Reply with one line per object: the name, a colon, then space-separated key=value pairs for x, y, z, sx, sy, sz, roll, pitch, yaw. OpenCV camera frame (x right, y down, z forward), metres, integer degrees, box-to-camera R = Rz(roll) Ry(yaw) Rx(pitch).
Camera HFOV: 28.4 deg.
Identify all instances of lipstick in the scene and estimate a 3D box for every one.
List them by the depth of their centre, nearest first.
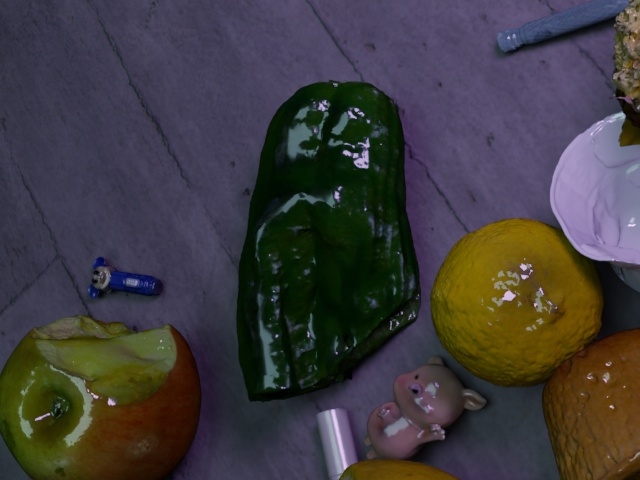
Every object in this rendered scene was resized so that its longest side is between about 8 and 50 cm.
lipstick: x=0.026 y=0.260 z=1.452 sx=0.038 sy=0.038 sz=0.131 roll=-22 pitch=69 yaw=27

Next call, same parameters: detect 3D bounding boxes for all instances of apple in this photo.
apple: x=-0.273 y=0.194 z=1.543 sx=0.246 sy=0.226 sz=0.246 roll=-5 pitch=79 yaw=29

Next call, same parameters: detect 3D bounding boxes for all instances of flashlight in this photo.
flashlight: x=-0.263 y=0.055 z=1.676 sx=0.121 sy=0.035 sz=0.057 roll=8 pitch=84 yaw=33

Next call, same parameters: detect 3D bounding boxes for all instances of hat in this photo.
hat: x=0.334 y=-0.025 z=1.249 sx=0.203 sy=0.126 sz=0.203 roll=-15 pitch=51 yaw=19

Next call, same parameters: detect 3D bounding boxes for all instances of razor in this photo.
razor: x=0.300 y=-0.251 z=1.379 sx=0.232 sy=0.068 sz=0.106 roll=-13 pitch=72 yaw=36

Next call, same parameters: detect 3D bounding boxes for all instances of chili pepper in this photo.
chili pepper: x=-0.001 y=-0.001 z=1.446 sx=0.213 sy=0.167 sz=0.385 roll=2 pitch=82 yaw=34

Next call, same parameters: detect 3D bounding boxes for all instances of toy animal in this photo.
toy animal: x=0.104 y=0.190 z=1.401 sx=0.150 sy=0.089 sz=0.083 roll=-40 pitch=83 yaw=16

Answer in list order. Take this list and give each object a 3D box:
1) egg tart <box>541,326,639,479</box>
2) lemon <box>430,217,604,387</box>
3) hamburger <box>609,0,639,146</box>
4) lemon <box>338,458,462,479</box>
egg tart: x=0.306 y=0.176 z=1.209 sx=0.202 sy=0.202 sz=0.147 roll=-36 pitch=55 yaw=21
lemon: x=0.198 y=0.064 z=1.285 sx=0.180 sy=0.193 sz=0.181 roll=0 pitch=112 yaw=0
hamburger: x=0.388 y=-0.187 z=1.169 sx=0.243 sy=0.139 sz=0.262 roll=7 pitch=56 yaw=35
lemon: x=0.101 y=0.350 z=1.282 sx=0.219 sy=0.240 sz=0.241 roll=18 pitch=90 yaw=-6
